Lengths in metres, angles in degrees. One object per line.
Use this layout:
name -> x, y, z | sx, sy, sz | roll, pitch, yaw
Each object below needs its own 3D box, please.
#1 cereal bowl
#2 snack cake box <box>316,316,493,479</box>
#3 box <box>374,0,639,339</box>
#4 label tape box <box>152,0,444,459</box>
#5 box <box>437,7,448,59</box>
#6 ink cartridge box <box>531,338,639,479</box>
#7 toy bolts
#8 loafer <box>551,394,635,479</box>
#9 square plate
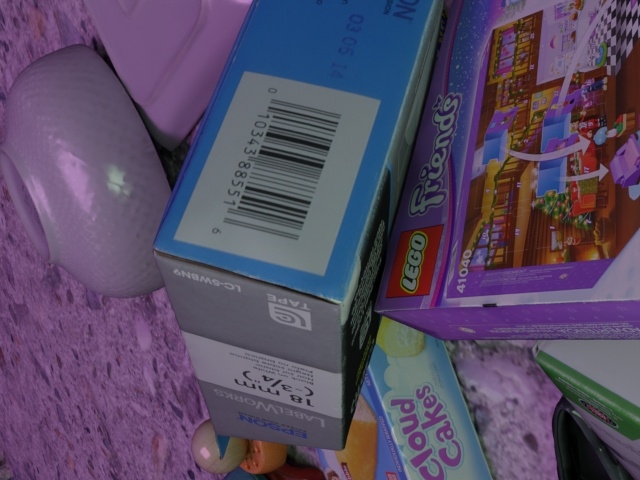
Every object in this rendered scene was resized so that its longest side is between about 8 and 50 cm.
cereal bowl -> -0.313, -0.072, 1.223 | 0.339, 0.141, 0.339 | 46, 149, 38
snack cake box -> 0.042, 0.120, 0.888 | 0.152, 0.089, 0.264 | -17, 93, 58
box -> 0.138, -0.095, 0.483 | 0.201, 0.057, 0.293 | -9, 62, 58
label tape box -> 0.000, 0.000, 0.639 | 0.106, 0.240, 0.333 | 13, 152, 9
box -> 0.057, -0.165, 0.726 | 0.059, 0.054, 0.169 | -21, 90, 58
ink cartridge box -> 0.226, 0.105, 0.507 | 0.153, 0.087, 0.208 | 31, 170, 44
toy bolts -> -0.101, 0.235, 1.108 | 0.218, 0.158, 0.228 | 31, 132, 45
loafer -> 0.205, 0.198, 0.698 | 0.076, 0.078, 0.223 | 15, 121, 53
square plate -> -0.194, -0.308, 1.026 | 0.347, 0.049, 0.344 | 64, 149, 6
